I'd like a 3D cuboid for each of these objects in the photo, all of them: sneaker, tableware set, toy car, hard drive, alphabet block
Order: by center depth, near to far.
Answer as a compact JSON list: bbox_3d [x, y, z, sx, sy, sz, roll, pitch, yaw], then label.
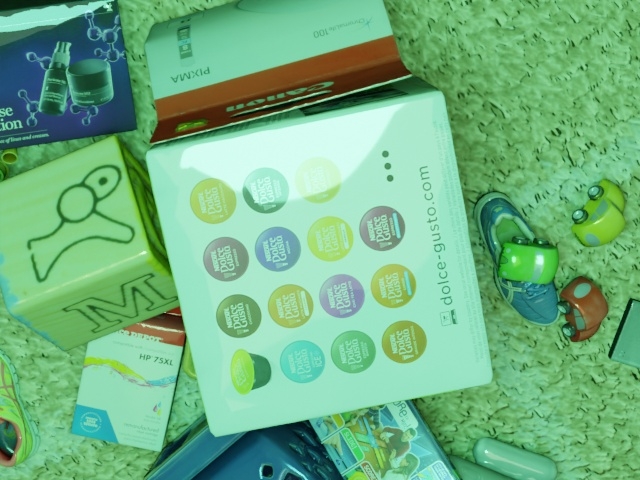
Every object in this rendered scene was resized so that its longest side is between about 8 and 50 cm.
[{"bbox_3d":[-0.305,0.007,1.588,0.197,0.193,0.192,-21,68,4],"label":"alphabet block"},{"bbox_3d":[-0.416,-0.069,1.648,0.104,0.024,0.154,-8,136,-1],"label":"tableware set"},{"bbox_3d":[0.335,0.034,1.649,0.225,0.053,0.239,1,103,-39],"label":"toy car"},{"bbox_3d":[0.277,0.034,1.693,0.080,0.081,0.211,-30,103,3],"label":"sneaker"},{"bbox_3d":[-0.469,0.231,1.713,0.081,0.094,0.208,-28,99,6],"label":"sneaker"},{"bbox_3d":[0.498,0.148,1.750,0.135,0.022,0.094,17,101,-5],"label":"hard drive"}]

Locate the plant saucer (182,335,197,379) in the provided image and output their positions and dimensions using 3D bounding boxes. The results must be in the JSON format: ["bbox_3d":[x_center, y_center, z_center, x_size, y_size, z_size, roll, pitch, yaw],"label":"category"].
[{"bbox_3d":[-0.008,0.047,1.691,0.332,0.081,0.333,8,102,-3],"label":"plant saucer"}]

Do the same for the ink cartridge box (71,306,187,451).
[{"bbox_3d":[-0.265,0.169,1.712,0.134,0.078,0.231,12,101,-3],"label":"ink cartridge box"}]

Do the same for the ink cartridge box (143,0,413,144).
[{"bbox_3d":[-0.064,-0.236,1.474,0.308,0.385,0.091,-15,109,2],"label":"ink cartridge box"}]

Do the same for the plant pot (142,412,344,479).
[{"bbox_3d":[-0.108,0.339,1.679,0.236,0.236,0.212,-41,93,8],"label":"plant pot"}]

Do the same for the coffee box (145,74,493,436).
[{"bbox_3d":[0.000,0.000,1.468,0.334,0.338,0.338,-11,102,2],"label":"coffee box"}]

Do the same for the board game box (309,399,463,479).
[{"bbox_3d":[0.082,0.276,1.638,0.136,0.035,0.201,-33,73,6],"label":"board game box"}]

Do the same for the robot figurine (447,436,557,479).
[{"bbox_3d":[0.241,0.435,1.714,0.353,0.200,0.300,22,76,-6],"label":"robot figurine"}]

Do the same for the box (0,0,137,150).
[{"bbox_3d":[-0.385,-0.223,1.581,0.261,0.103,0.184,-10,111,-9],"label":"box"}]
